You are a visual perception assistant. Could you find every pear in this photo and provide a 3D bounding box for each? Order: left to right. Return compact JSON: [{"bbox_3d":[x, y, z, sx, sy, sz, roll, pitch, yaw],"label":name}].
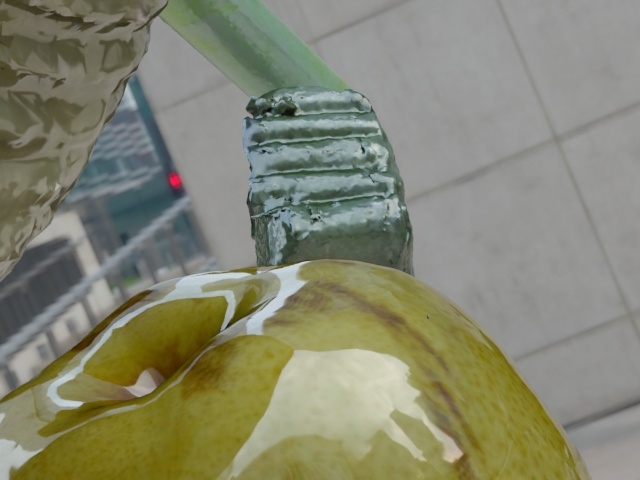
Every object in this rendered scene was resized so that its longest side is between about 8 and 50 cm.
[{"bbox_3d":[-0.009,0.111,0.439,0.209,0.209,0.209,-23,1,0],"label":"pear"}]

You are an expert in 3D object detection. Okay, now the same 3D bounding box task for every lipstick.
[{"bbox_3d":[-0.065,-0.176,1.264,0.076,0.076,0.304,-23,-36,24],"label":"lipstick"}]

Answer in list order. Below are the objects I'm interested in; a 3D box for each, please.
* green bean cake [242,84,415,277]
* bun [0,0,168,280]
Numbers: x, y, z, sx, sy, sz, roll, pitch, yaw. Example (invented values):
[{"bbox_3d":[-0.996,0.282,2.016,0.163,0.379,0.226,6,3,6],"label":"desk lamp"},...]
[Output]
[{"bbox_3d":[0.000,0.000,1.155,0.125,0.222,0.227,-9,41,-8],"label":"green bean cake"},{"bbox_3d":[-0.171,-0.128,0.353,0.234,0.362,0.326,18,32,24],"label":"bun"}]
